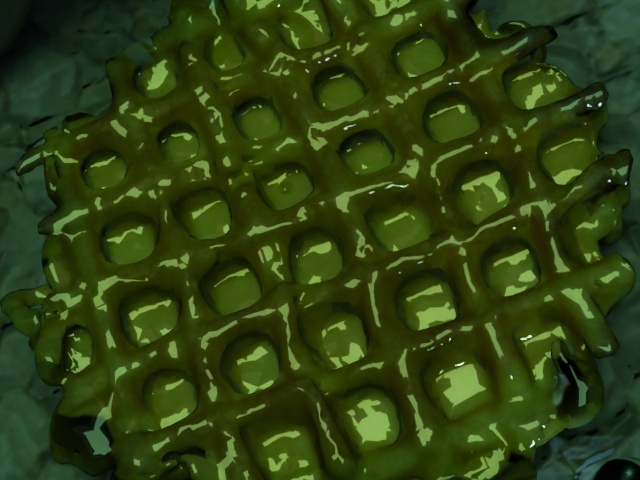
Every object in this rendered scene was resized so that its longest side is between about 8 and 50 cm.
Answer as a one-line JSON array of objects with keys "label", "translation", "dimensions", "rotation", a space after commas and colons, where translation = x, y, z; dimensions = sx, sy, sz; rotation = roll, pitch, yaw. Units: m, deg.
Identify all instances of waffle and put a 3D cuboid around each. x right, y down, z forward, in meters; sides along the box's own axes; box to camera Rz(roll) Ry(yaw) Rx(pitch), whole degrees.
[{"label": "waffle", "translation": [-0.003, 0.010, 0.733], "dimensions": [0.329, 0.062, 0.329], "rotation": [-4, 69, 9]}]

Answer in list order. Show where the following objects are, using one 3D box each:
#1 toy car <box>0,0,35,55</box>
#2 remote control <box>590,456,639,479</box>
[{"label": "toy car", "translation": [-0.162, -0.237, 0.809], "dimensions": [0.336, 0.226, 0.242], "rotation": [-35, 63, 26]}, {"label": "remote control", "translation": [0.164, 0.183, 0.555], "dimensions": [0.045, 0.256, 0.097], "rotation": [-25, 21, 34]}]
